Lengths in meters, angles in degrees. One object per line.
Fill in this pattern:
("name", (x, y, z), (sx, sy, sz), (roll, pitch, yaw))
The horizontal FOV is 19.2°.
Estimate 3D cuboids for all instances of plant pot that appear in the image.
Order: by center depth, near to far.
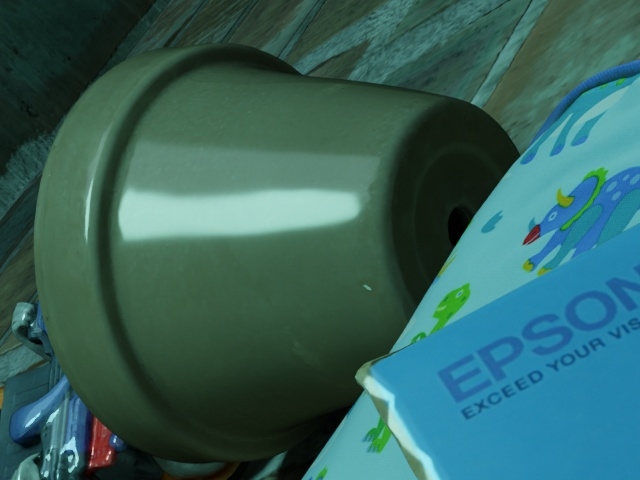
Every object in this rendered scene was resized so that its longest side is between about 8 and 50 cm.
("plant pot", (0.000, 0.000, 1.123), (0.229, 0.263, 0.263), (-7, 40, 42))

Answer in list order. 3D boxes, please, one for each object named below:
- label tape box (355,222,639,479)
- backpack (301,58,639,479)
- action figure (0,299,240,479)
("label tape box", (0.178, 0.090, 0.270), (0.241, 0.106, 0.333), (-27, 35, -3))
("backpack", (0.103, 0.116, 0.527), (0.355, 0.273, 0.290), (-40, 7, -14))
("action figure", (-0.156, 0.117, 1.343), (0.330, 0.178, 0.341), (-22, 54, 49))
